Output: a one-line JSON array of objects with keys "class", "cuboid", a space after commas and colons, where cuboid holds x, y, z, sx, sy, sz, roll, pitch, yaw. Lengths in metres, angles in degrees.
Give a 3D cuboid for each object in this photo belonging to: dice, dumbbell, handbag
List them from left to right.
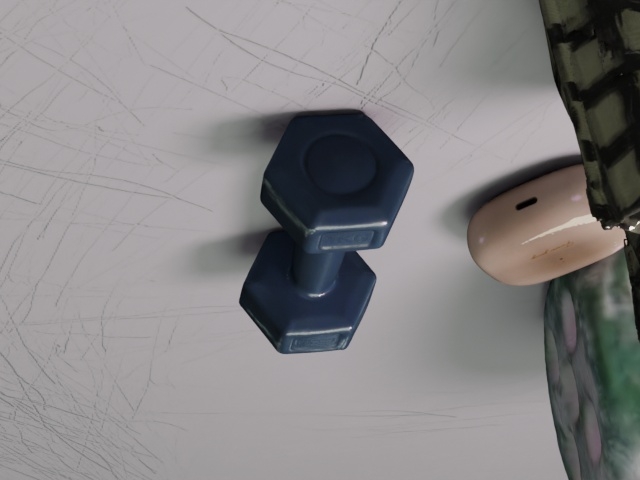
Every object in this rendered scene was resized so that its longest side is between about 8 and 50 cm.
[{"class": "dumbbell", "cuboid": [0.000, 0.001, 1.683, 0.143, 0.156, 0.316, -32, 159, -23]}, {"class": "handbag", "cuboid": [0.308, -0.102, 1.409, 0.162, 0.327, 0.325, -14, 149, 16]}, {"class": "dice", "cuboid": [0.470, 0.177, 1.909, 0.328, 0.348, 0.330, -7, 156, -3]}]

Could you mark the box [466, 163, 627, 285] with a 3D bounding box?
[{"class": "box", "cuboid": [0.269, -0.016, 1.787, 0.200, 0.088, 0.146, -23, 147, 24]}]
